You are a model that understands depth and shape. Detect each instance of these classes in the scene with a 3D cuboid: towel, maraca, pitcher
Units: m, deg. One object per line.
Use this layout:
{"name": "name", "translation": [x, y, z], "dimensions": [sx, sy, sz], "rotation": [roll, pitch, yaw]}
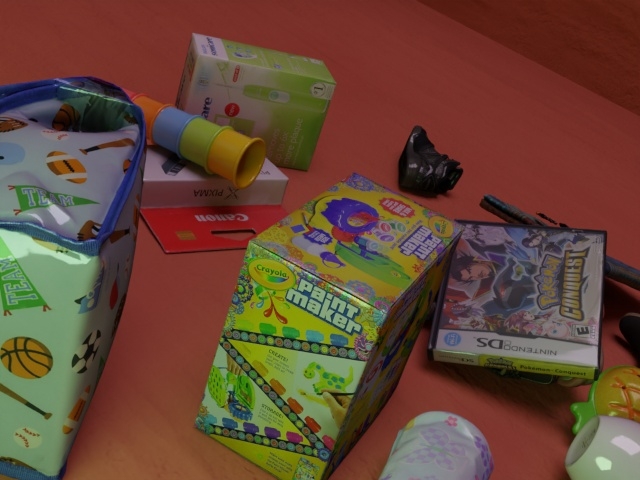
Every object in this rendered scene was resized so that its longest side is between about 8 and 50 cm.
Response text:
{"name": "towel", "translation": [0.489, 0.015, 1.655], "dimensions": [0.271, 0.040, 0.370], "rotation": [35, 11, 40]}
{"name": "maraca", "translation": [0.445, 0.256, 1.295], "dimensions": [0.185, 0.099, 0.127], "rotation": [-26, 70, -31]}
{"name": "pitcher", "translation": [0.434, 0.319, 1.171], "dimensions": [0.207, 0.125, 0.178], "rotation": [33, 9, 5]}

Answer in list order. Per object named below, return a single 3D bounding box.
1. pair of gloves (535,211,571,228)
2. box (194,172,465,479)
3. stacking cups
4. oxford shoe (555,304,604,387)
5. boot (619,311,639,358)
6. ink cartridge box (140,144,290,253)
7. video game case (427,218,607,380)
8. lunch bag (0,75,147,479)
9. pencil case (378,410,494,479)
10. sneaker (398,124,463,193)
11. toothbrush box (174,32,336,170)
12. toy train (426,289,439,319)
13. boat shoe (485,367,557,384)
{"name": "pair of gloves", "translation": [0.456, -0.033, 1.681], "dimensions": [0.083, 0.010, 0.074], "rotation": [27, 9, -5]}
{"name": "box", "translation": [0.019, 0.105, 1.105], "dimensions": [0.177, 0.279, 0.290], "rotation": [28, 29, 15]}
{"name": "stacking cups", "translation": [-0.247, -0.198, 1.542], "dimensions": [0.316, 0.096, 0.096], "rotation": [28, 29, 21]}
{"name": "oxford shoe", "translation": [0.430, 0.117, 1.490], "dimensions": [0.146, 0.140, 0.397], "rotation": [18, 28, -9]}
{"name": "boot", "translation": [0.558, 0.201, 1.492], "dimensions": [0.137, 0.077, 0.198], "rotation": [-9, 37, -33]}
{"name": "ink cartridge box", "translation": [-0.186, -0.083, 1.543], "dimensions": [0.296, 0.066, 0.261], "rotation": [-4, 34, -36]}
{"name": "video game case", "translation": [0.311, 0.082, 1.365], "dimensions": [0.248, 0.035, 0.275], "rotation": [5, 49, 16]}
{"name": "lunch bag", "translation": [-0.330, 0.016, 1.005], "dimensions": [0.239, 0.328, 0.385], "rotation": [17, 29, -7]}
{"name": "pencil case", "translation": [0.102, 0.300, 0.987], "dimensions": [0.124, 0.113, 0.273], "rotation": [9, 23, 26]}
{"name": "sneaker", "translation": [0.243, -0.174, 1.952], "dimensions": [0.130, 0.087, 0.227], "rotation": [18, 31, -6]}
{"name": "toothbrush box", "translation": [-0.138, -0.274, 1.764], "dimensions": [0.283, 0.206, 0.122], "rotation": [9, 30, -20]}
{"name": "toy train", "translation": [0.145, 0.062, 1.480], "dimensions": [0.105, 0.080, 0.184], "rotation": [1, 32, -44]}
{"name": "boat shoe", "translation": [0.291, 0.192, 1.364], "dimensions": [0.152, 0.056, 0.049], "rotation": [18, 31, 19]}
